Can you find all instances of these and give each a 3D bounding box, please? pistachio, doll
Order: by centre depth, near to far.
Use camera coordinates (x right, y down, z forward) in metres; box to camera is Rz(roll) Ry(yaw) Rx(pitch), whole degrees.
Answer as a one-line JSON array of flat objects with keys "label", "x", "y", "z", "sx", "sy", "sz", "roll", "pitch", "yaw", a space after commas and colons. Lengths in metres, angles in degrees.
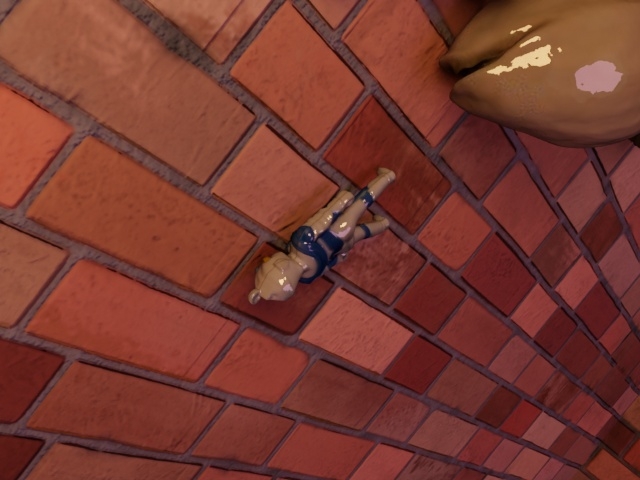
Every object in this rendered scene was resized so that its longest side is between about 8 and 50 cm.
[{"label": "doll", "x": 0.000, "y": 0.000, "z": 0.968, "sx": 0.227, "sy": 0.057, "sz": 0.114, "roll": -38, "pitch": 152, "yaw": -33}, {"label": "pistachio", "x": 0.282, "y": -0.206, "z": 0.980, "sx": 0.332, "sy": 0.207, "sz": 0.226, "roll": -11, "pitch": 175, "yaw": -35}]

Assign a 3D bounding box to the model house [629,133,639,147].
[{"label": "model house", "x": 0.616, "y": -0.218, "z": 1.328, "sx": 0.204, "sy": 0.211, "sz": 0.243, "roll": 6, "pitch": 123, "yaw": -54}]
